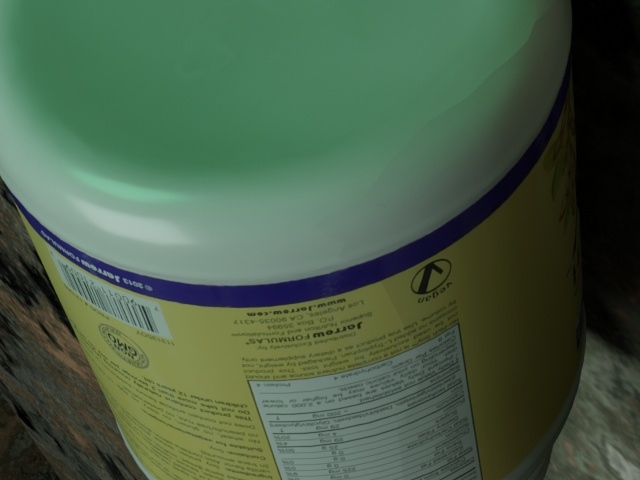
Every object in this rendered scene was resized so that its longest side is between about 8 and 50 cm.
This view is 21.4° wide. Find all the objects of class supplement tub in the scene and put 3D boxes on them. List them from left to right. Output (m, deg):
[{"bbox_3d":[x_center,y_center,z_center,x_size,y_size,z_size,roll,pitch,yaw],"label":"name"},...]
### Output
[{"bbox_3d":[0.000,0.000,0.777,0.241,0.241,0.331,39,158,32],"label":"supplement tub"}]
